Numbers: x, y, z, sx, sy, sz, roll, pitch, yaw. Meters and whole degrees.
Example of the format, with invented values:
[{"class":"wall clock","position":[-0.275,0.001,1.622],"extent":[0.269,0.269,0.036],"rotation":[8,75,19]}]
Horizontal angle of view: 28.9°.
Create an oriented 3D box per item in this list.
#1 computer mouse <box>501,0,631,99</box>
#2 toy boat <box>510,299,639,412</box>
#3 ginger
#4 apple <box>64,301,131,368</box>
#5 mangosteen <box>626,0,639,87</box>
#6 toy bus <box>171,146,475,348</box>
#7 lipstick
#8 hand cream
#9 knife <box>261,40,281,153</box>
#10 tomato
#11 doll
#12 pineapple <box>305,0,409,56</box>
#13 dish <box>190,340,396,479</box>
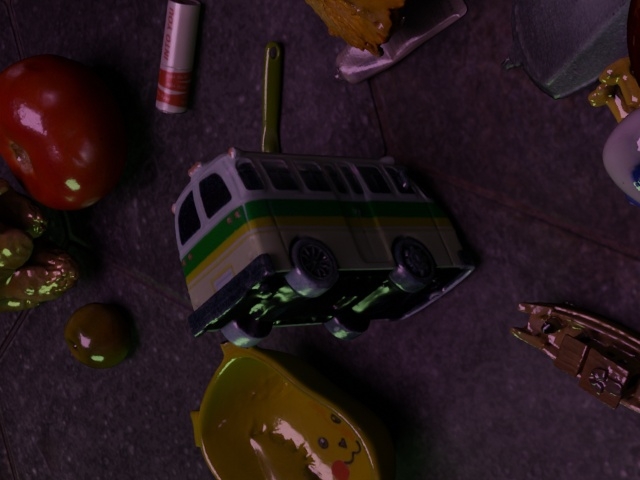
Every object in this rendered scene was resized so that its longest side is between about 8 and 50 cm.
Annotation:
[{"class":"computer mouse","position":[0.240,-0.204,1.059],"extent":[0.229,0.068,0.113],"rotation":[-44,53,52]},{"class":"toy boat","position":[0.262,0.115,1.119],"extent":[0.206,0.072,0.064],"rotation":[29,118,32]},{"class":"ginger","position":[-0.430,0.010,1.653],"extent":[0.236,0.375,0.166],"rotation":[-7,80,0]},{"class":"apple","position":[-0.290,0.126,1.619],"extent":[0.089,0.074,0.090],"rotation":[38,145,34]},{"class":"mangosteen","position":[0.324,-0.185,0.882],"extent":[0.215,0.215,0.258],"rotation":[6,106,41]},{"class":"toy bus","position":[0.000,0.000,1.192],"extent":[0.133,0.276,0.165],"rotation":[-39,63,40]},{"class":"lipstick","position":[-0.165,-0.214,1.439],"extent":[0.038,0.038,0.131],"rotation":[26,118,35]},{"class":"hand cream","position":[0.074,-0.206,1.237],"extent":[0.165,0.037,0.057],"rotation":[-34,78,34]},{"class":"knife","position":[-0.055,-0.129,1.375],"extent":[0.026,0.022,0.184],"rotation":[-143,51,-60]},{"class":"tomato","position":[-0.319,-0.135,1.523],"extent":[0.195,0.136,0.195],"rotation":[35,146,28]},{"class":"doll","position":[0.314,-0.017,1.009],"extent":[0.293,0.119,0.138],"rotation":[58,174,15]},{"class":"pineapple","position":[0.036,-0.288,1.213],"extent":[0.249,0.164,0.140],"rotation":[40,168,23]},{"class":"dish","position":[-0.012,0.224,1.370],"extent":[0.262,0.108,0.221],"rotation":[42,126,24]}]
